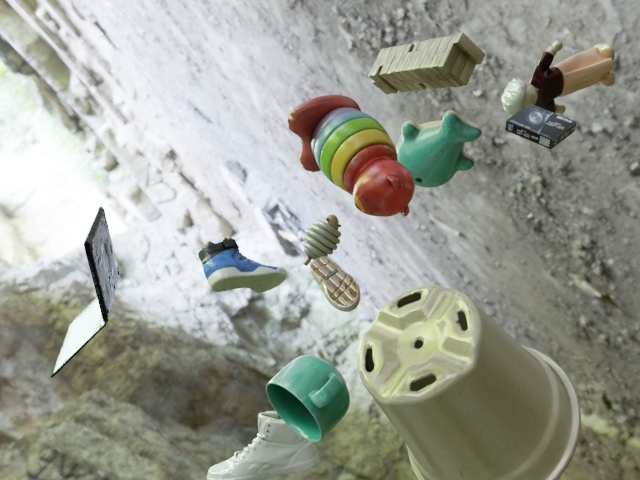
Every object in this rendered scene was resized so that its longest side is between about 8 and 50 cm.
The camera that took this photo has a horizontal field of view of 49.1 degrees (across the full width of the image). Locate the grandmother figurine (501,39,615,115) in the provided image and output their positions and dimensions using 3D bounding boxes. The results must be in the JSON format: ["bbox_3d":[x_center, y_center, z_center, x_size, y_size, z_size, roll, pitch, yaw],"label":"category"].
[{"bbox_3d":[0.628,-0.426,1.868,0.104,0.342,0.208,33,145,62],"label":"grandmother figurine"}]

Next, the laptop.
[{"bbox_3d":[-0.491,0.096,1.425,0.234,0.136,0.264,-117,18,-67],"label":"laptop"}]

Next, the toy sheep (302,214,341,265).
[{"bbox_3d":[0.000,0.000,1.584,0.091,0.132,0.091,28,-178,-1],"label":"toy sheep"}]

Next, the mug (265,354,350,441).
[{"bbox_3d":[-0.005,0.261,1.175,0.157,0.097,0.129,11,132,47],"label":"mug"}]

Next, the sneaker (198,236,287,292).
[{"bbox_3d":[-0.121,0.033,1.075,0.152,0.058,0.084,1,-128,-47],"label":"sneaker"}]

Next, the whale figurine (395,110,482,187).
[{"bbox_3d":[0.296,-0.226,1.792,0.216,0.141,0.272,29,157,-11],"label":"whale figurine"}]

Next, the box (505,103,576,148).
[{"bbox_3d":[0.337,-0.175,1.074,0.083,0.067,0.018,34,144,35],"label":"box"}]

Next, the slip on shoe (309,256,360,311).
[{"bbox_3d":[0.025,0.073,1.063,0.135,0.051,0.041,42,161,54],"label":"slip on shoe"}]

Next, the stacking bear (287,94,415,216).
[{"bbox_3d":[0.079,-0.154,1.385,0.289,0.164,0.175,53,168,41],"label":"stacking bear"}]

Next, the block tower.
[{"bbox_3d":[0.254,-0.439,1.770,0.091,0.097,0.335,31,169,-30],"label":"block tower"}]

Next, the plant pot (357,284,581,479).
[{"bbox_3d":[0.232,0.249,1.202,0.305,0.334,0.334,49,171,-36],"label":"plant pot"}]

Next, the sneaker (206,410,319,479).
[{"bbox_3d":[-0.163,0.526,1.806,0.108,0.292,0.169,-133,31,-81],"label":"sneaker"}]
